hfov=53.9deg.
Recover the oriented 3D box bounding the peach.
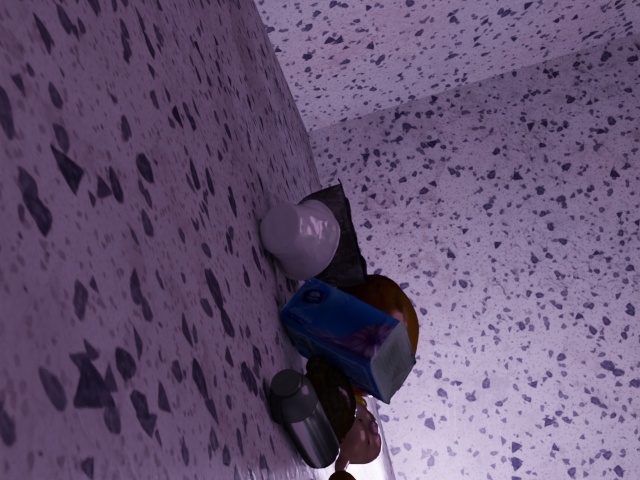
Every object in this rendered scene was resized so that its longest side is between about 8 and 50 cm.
[{"bbox_3d":[0.143,0.275,1.853,0.372,0.290,0.373,6,90,-80],"label":"peach"}]

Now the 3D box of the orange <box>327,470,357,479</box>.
[{"bbox_3d":[0.049,0.543,1.368,0.085,0.085,0.085,-16,90,-85],"label":"orange"}]

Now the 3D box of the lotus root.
[{"bbox_3d":[0.016,0.344,1.370,0.120,0.120,0.209,-80,154,-79],"label":"lotus root"}]

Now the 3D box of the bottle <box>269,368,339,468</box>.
[{"bbox_3d":[-0.032,0.337,1.159,0.096,0.079,0.254,-53,141,-33],"label":"bottle"}]

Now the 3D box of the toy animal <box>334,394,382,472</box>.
[{"bbox_3d":[0.082,0.481,1.573,0.165,0.149,0.248,58,7,19],"label":"toy animal"}]

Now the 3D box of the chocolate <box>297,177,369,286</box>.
[{"bbox_3d":[0.000,0.000,1.733,0.303,0.213,0.303,-16,90,-86],"label":"chocolate"}]

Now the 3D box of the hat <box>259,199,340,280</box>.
[{"bbox_3d":[-0.064,-0.014,1.479,0.126,0.203,0.203,26,45,-58],"label":"hat"}]

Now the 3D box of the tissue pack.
[{"bbox_3d":[0.064,0.222,1.430,0.263,0.146,0.198,22,-30,34],"label":"tissue pack"}]
